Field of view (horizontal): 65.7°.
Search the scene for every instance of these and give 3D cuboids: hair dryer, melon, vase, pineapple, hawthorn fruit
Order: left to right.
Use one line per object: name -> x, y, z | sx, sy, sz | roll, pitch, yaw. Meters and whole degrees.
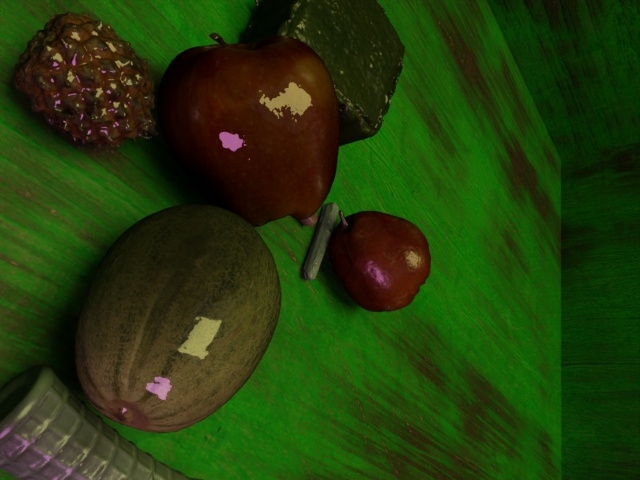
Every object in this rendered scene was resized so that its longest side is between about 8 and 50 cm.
vase -> -0.271, 0.288, 0.609 | 0.298, 0.143, 0.143 | 53, 45, -25
pineapple -> -0.299, -0.203, 0.677 | 0.193, 0.166, 0.166 | 36, 55, -43
melon -> -0.182, 0.092, 0.664 | 0.248, 0.249, 0.329 | 55, 27, -27
hair dryer -> -0.029, -0.091, 1.086 | 0.063, 0.037, 0.114 | 48, 40, -35
hawthorn fruit -> 0.120, 0.031, 1.112 | 0.261, 0.224, 0.224 | 39, 50, -13

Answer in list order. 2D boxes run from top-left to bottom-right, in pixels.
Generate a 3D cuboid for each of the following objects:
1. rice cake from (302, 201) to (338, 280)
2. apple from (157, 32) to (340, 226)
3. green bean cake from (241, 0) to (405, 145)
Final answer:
rice cake -> 0.000, 0.000, 1.097 | 0.033, 0.033, 0.207 | 46, 49, -37
apple -> -0.106, -0.185, 0.823 | 0.288, 0.289, 0.316 | -46, 130, -46
green bean cake -> -0.001, -0.398, 1.068 | 0.335, 0.218, 0.318 | 38, 61, -32
